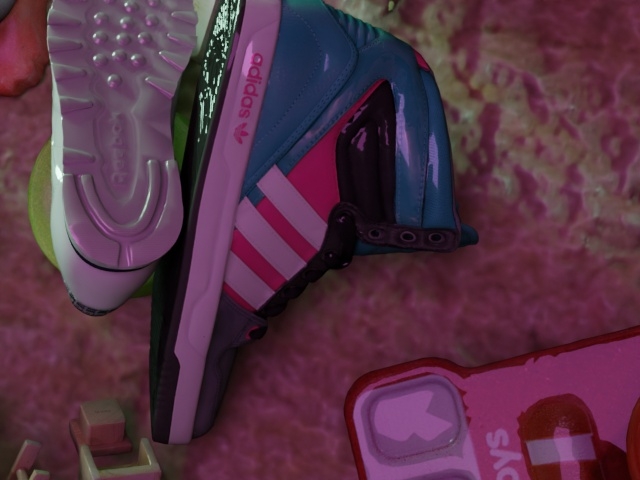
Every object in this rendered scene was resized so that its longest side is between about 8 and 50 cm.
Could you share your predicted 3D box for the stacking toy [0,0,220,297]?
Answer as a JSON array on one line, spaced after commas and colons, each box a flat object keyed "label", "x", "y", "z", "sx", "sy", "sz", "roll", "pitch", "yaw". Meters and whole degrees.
[{"label": "stacking toy", "x": -0.204, "y": -0.101, "z": 0.932, "sx": 0.279, "sy": 0.130, "sz": 0.309, "roll": 5, "pitch": 84, "yaw": 14}]

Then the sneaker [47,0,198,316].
[{"label": "sneaker", "x": -0.127, "y": -0.072, "z": 0.879, "sx": 0.090, "sy": 0.095, "sz": 0.235, "roll": 9, "pitch": 61, "yaw": -11}]

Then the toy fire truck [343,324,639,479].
[{"label": "toy fire truck", "x": 0.159, "y": 0.195, "z": 0.790, "sx": 0.254, "sy": 0.169, "sz": 0.302, "roll": -15, "pitch": 79, "yaw": 13}]

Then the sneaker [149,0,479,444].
[{"label": "sneaker", "x": 0.000, "y": 0.000, "z": 0.882, "sx": 0.178, "sy": 0.124, "sz": 0.295, "roll": 9, "pitch": 115, "yaw": -14}]

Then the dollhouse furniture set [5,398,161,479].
[{"label": "dollhouse furniture set", "x": -0.201, "y": 0.138, "z": 0.943, "sx": 0.161, "sy": 0.182, "sz": 0.101, "roll": -3, "pitch": 123, "yaw": -22}]
